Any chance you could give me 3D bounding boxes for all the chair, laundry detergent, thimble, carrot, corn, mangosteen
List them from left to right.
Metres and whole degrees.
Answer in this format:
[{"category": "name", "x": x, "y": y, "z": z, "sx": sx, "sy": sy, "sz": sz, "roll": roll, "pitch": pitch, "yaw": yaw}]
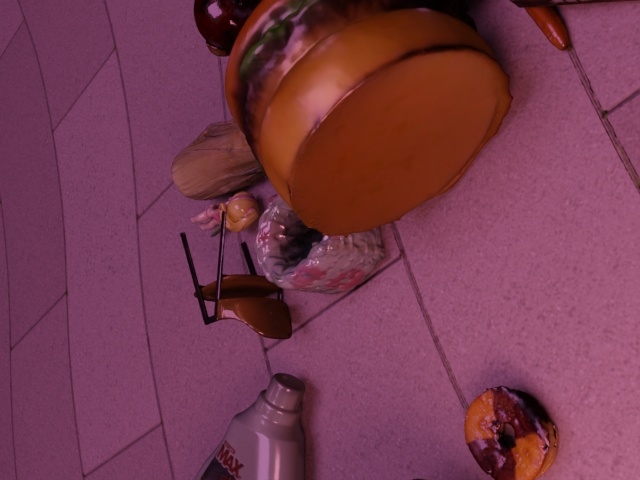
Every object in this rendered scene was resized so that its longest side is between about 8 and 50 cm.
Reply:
[{"category": "corn", "x": -0.183, "y": -0.167, "z": 1.677, "sx": 0.305, "sy": 0.122, "sz": 0.123, "roll": -22, "pitch": 70, "yaw": 42}, {"category": "mangosteen", "x": -0.172, "y": -0.458, "z": 1.687, "sx": 0.200, "sy": 0.200, "sz": 0.199, "roll": -9, "pitch": 78, "yaw": 47}, {"category": "chair", "x": -0.146, "y": 0.084, "z": 1.576, "sx": 0.172, "sy": 0.159, "sz": 0.246, "roll": -23, "pitch": 67, "yaw": 42}, {"category": "laundry detergent", "x": -0.115, "y": 0.439, "z": 1.521, "sx": 0.264, "sy": 0.125, "sz": 0.397, "roll": 36, "pitch": 109, "yaw": 46}, {"category": "thimble", "x": 0.000, "y": 0.000, "z": 1.435, "sx": 0.211, "sy": 0.149, "sz": 0.185, "roll": 10, "pitch": 90, "yaw": 48}, {"category": "carrot", "x": 0.305, "y": -0.373, "z": 1.231, "sx": 0.043, "sy": 0.043, "sz": 0.247, "roll": -44, "pitch": 56, "yaw": 35}]

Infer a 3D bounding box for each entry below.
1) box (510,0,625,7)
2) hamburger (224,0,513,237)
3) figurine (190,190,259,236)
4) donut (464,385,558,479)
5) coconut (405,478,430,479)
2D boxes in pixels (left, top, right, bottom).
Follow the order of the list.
[{"category": "box", "x": 0.370, "y": -0.489, "z": 1.143, "sx": 0.180, "sy": 0.047, "sz": 0.324, "roll": 8, "pitch": 89, "yaw": 39}, {"category": "hamburger", "x": 0.045, "y": -0.219, "z": 1.237, "sx": 0.395, "sy": 0.396, "sz": 0.277, "roll": -53, "pitch": 51, "yaw": 29}, {"category": "figurine", "x": -0.193, "y": -0.047, "z": 1.699, "sx": 0.187, "sy": 0.083, "sz": 0.083, "roll": -14, "pitch": 74, "yaw": 37}, {"category": "donut", "x": 0.270, "y": 0.272, "z": 1.161, "sx": 0.140, "sy": 0.059, "sz": 0.140, "roll": -8, "pitch": 79, "yaw": 46}, {"category": "coconut", "x": 0.144, "y": 0.482, "z": 1.111, "sx": 0.281, "sy": 0.329, "sz": 0.328, "roll": -149, "pitch": 70, "yaw": -76}]
